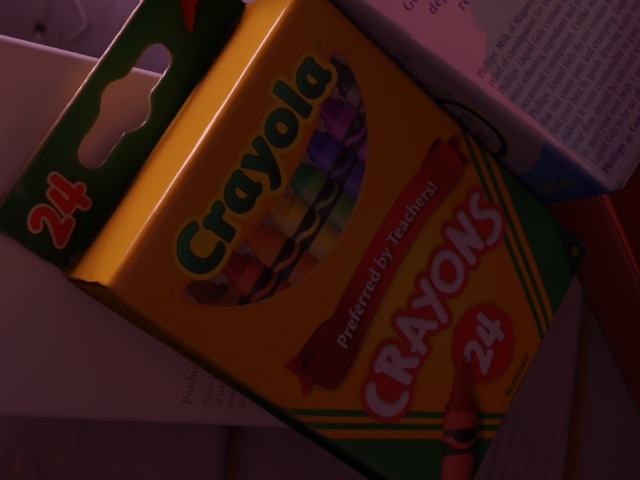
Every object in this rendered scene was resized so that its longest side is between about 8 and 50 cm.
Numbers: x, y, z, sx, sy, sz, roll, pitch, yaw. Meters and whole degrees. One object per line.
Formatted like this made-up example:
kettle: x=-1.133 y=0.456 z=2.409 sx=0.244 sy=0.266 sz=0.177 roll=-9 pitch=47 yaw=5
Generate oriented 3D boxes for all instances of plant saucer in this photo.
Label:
plant saucer: x=0.346 y=0.001 z=0.809 sx=0.259 sy=0.048 sz=0.258 roll=-25 pitch=93 yaw=-11

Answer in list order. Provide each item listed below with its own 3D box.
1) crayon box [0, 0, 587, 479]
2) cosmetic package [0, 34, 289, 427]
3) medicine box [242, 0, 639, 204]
crayon box: x=0.000 y=0.000 z=0.564 sx=0.318 sy=0.081 sz=0.202 roll=37 pitch=74 yaw=-27
cosmetic package: x=-0.186 y=-0.008 z=0.591 sx=0.385 sy=0.156 sz=0.217 roll=11 pitch=88 yaw=-29
medicine box: x=0.065 y=-0.159 z=0.649 sx=0.289 sy=0.263 sz=0.149 roll=35 pitch=82 yaw=-8
